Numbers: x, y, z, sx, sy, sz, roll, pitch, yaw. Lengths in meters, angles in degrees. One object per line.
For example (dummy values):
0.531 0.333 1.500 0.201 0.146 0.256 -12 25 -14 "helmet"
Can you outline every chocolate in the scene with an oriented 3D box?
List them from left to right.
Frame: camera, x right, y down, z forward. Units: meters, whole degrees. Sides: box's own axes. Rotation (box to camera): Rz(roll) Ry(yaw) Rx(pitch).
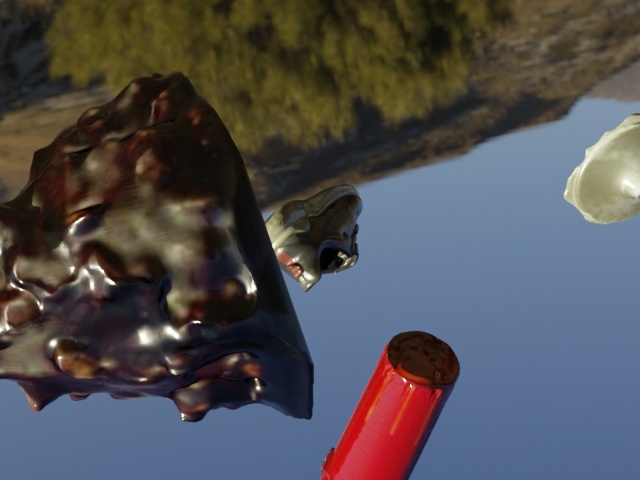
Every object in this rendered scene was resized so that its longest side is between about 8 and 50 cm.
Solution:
-0.134 0.027 0.735 0.177 0.224 0.206 -20 -171 -16 "chocolate"

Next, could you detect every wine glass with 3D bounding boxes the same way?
0.318 0.000 1.036 0.156 0.156 0.232 -14 -139 -13 "wine glass"

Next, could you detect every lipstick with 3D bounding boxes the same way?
0.038 0.196 1.007 0.073 0.280 0.073 15 -148 -10 "lipstick"

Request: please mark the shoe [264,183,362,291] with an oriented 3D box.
0.000 0.000 1.596 0.099 0.112 0.227 -44 166 32 "shoe"
